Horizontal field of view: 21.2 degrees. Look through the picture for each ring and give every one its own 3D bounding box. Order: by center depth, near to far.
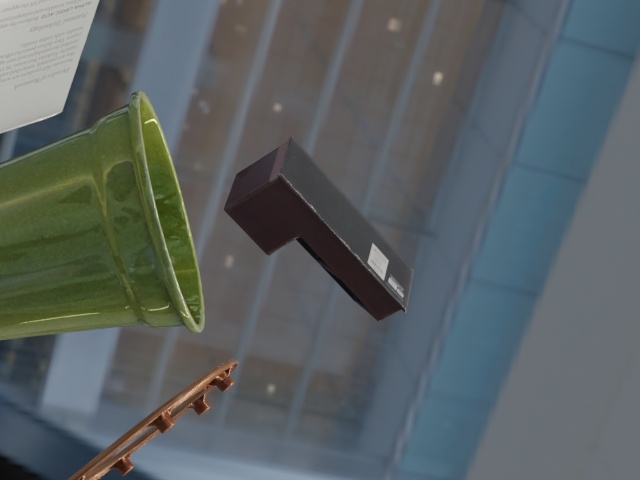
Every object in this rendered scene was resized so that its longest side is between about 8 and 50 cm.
[{"bbox_3d":[-0.238,0.269,2.265,0.336,0.032,0.336,-38,174,-4],"label":"ring"}]

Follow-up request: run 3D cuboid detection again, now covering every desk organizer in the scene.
[{"bbox_3d":[0.000,0.000,1.116,0.050,0.130,0.047,-31,-155,28],"label":"desk organizer"}]

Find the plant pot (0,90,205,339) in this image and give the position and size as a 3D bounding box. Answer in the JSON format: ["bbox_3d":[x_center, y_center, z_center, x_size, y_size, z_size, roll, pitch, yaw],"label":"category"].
[{"bbox_3d":[-0.285,-0.003,1.898,0.276,0.253,0.276,-14,90,-87],"label":"plant pot"}]

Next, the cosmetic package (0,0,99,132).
[{"bbox_3d":[-0.316,-0.211,1.576,0.151,0.151,0.184,44,-48,20],"label":"cosmetic package"}]
